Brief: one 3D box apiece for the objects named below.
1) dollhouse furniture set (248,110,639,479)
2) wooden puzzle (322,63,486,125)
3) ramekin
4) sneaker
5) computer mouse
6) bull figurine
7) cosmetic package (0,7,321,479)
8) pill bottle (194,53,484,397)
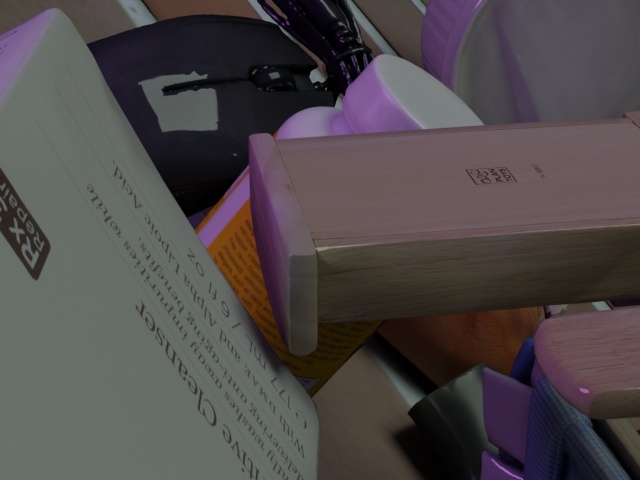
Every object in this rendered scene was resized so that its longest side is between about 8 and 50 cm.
[{"bbox_3d":[0.084,0.126,0.570,0.198,0.303,0.286,-5,25,-8],"label":"dollhouse furniture set"},{"bbox_3d":[0.120,-0.079,1.068,0.221,0.044,0.239,32,-2,14],"label":"wooden puzzle"},{"bbox_3d":[0.233,-0.221,1.381,0.273,0.273,0.127,23,18,-36],"label":"ramekin"},{"bbox_3d":[0.161,0.132,0.862,0.222,0.083,0.118,-4,54,-49],"label":"sneaker"},{"bbox_3d":[-0.069,-0.091,0.770,0.272,0.072,0.188,-24,77,-27],"label":"computer mouse"},{"bbox_3d":[0.054,-0.011,0.900,0.310,0.101,0.188,44,67,-15],"label":"bull figurine"},{"bbox_3d":[-0.115,0.117,0.340,0.217,0.156,0.385,59,15,-27],"label":"cosmetic package"},{"bbox_3d":[0.000,0.000,0.713,0.117,0.208,0.117,33,25,-18],"label":"pill bottle"}]
